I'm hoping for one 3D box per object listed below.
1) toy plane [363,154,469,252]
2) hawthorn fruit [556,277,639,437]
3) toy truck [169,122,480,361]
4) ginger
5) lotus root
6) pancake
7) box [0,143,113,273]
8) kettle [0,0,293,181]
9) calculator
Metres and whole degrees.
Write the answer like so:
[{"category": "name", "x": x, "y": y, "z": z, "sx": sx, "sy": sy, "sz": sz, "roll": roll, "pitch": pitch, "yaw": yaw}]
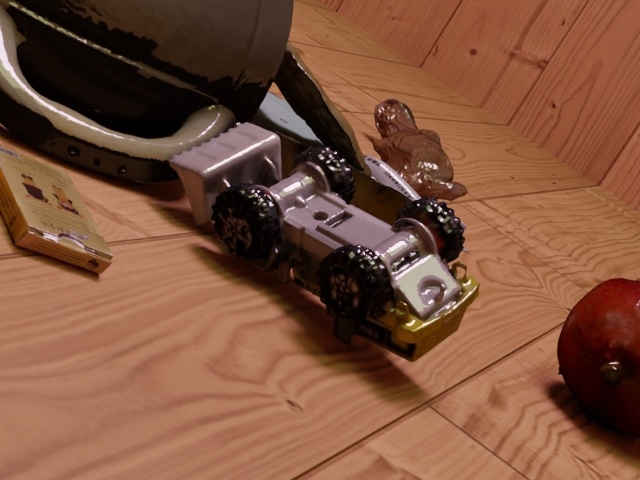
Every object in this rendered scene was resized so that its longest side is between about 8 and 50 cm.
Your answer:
[{"category": "toy plane", "x": 0.096, "y": -0.038, "z": 1.634, "sx": 0.171, "sy": 0.065, "sz": 0.162, "roll": 34, "pitch": 15, "yaw": 16}, {"category": "hawthorn fruit", "x": 0.317, "y": 0.117, "z": 1.394, "sx": 0.169, "sy": 0.169, "sz": 0.188, "roll": 35, "pitch": 13, "yaw": 12}, {"category": "toy truck", "x": 0.000, "y": 0.000, "z": 1.216, "sx": 0.286, "sy": 0.111, "sz": 0.136, "roll": 32, "pitch": 42, "yaw": 29}, {"category": "ginger", "x": 0.128, "y": -0.121, "z": 1.996, "sx": 0.122, "sy": 0.084, "sz": 0.290, "roll": 7, "pitch": 23, "yaw": -8}, {"category": "lotus root", "x": 0.026, "y": -0.037, "z": 1.471, "sx": 0.203, "sy": 0.078, "sz": 0.183, "roll": 29, "pitch": -1, "yaw": -42}, {"category": "pancake", "x": -0.016, "y": -0.157, "z": 1.568, "sx": 0.235, "sy": 0.029, "sz": 0.212, "roll": 54, "pitch": -4, "yaw": -17}, {"category": "box", "x": -0.205, "y": -0.025, "z": 1.048, "sx": 0.073, "sy": 0.020, "sz": 0.149, "roll": 24, "pitch": 16, "yaw": -33}, {"category": "kettle", "x": -0.213, "y": -0.194, "z": 1.292, "sx": 0.324, "sy": 0.228, "sz": 0.321, "roll": 15, "pitch": 52, "yaw": -36}, {"category": "calculator", "x": -0.066, "y": -0.138, "z": 1.679, "sx": 0.184, "sy": 0.042, "sz": 0.295, "roll": 27, "pitch": 16, "yaw": -20}]
